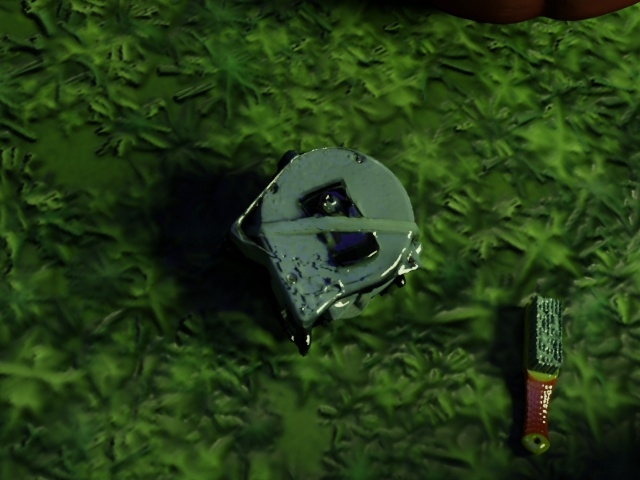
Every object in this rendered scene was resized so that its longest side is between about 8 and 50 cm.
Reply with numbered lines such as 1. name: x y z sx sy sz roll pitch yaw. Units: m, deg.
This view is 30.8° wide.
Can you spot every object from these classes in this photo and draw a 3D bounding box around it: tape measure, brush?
1. tape measure: 0.001 -0.002 0.592 0.094 0.054 0.091 -36 80 -22
2. brush: 0.113 0.068 0.594 0.018 0.021 0.083 13 62 -6

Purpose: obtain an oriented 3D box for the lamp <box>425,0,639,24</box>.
1. lamp: 0.117 -0.269 0.631 0.303 0.257 0.303 1 97 9
